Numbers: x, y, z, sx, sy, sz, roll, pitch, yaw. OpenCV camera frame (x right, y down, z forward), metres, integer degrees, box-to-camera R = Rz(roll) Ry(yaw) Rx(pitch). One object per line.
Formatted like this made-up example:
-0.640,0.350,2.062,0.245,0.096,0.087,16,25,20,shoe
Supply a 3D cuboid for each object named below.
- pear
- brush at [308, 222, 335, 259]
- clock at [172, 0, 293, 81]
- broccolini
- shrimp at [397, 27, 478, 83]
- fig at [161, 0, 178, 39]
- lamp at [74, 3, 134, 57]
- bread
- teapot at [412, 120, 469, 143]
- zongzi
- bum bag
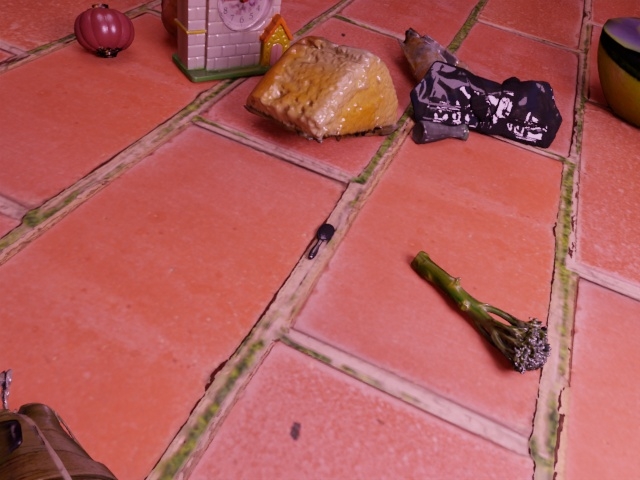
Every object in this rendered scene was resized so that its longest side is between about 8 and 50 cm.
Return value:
0.796,-0.344,1.216,0.399,0.165,0.399,8,42,-7,pear
0.000,0.000,0.751,0.024,0.008,0.083,24,43,7,brush
-0.160,-0.449,1.012,0.220,0.255,0.106,-19,51,-30,clock
0.199,0.076,0.684,0.067,0.058,0.216,-20,51,-28,broccolini
0.271,-0.391,1.206,0.168,0.077,0.317,1,48,-24,shrimp
-0.211,-0.472,1.134,0.257,0.159,0.159,18,37,-27,fig
-0.406,-0.394,1.010,0.107,0.092,0.107,-6,11,1,lamp
0.008,-0.266,0.936,0.204,0.162,0.262,26,28,29,bread
0.229,-0.204,1.012,0.111,0.043,0.043,-5,45,-25,teapot
-0.193,0.200,0.456,0.178,0.081,0.189,12,22,-34,zongzi
0.329,-0.273,1.064,0.310,0.074,0.137,10,82,-6,bum bag
